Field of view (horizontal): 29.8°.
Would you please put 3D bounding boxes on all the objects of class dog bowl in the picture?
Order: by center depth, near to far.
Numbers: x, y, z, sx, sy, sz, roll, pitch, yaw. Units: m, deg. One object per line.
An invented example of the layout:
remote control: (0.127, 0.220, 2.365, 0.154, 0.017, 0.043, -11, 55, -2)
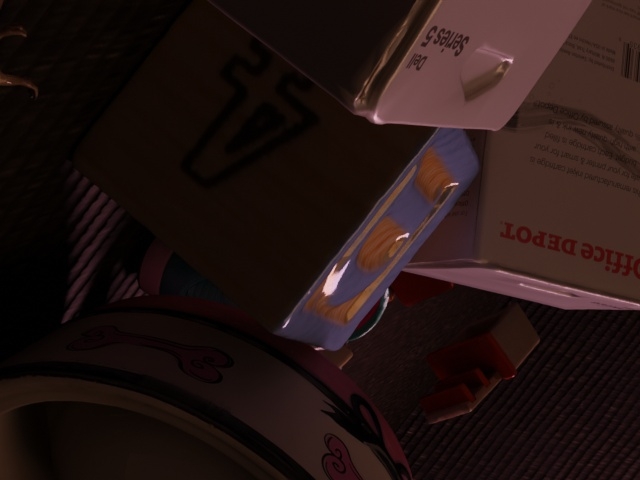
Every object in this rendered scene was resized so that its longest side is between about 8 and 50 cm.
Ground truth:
dog bowl: (-0.105, 0.220, 0.957, 0.150, 0.408, 0.408, -56, 173, -49)

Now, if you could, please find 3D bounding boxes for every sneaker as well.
sneaker: (0.000, 0.000, 1.085, 0.295, 0.178, 0.124, -38, 151, -37)

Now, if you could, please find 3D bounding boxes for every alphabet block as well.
alphabet block: (-0.023, -0.056, 0.882, 0.193, 0.197, 0.192, -51, 163, 0)

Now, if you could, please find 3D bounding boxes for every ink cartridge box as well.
ink cartridge box: (-0.022, -0.169, 0.495, 0.115, 0.273, 0.198, -56, 164, 17)
ink cartridge box: (0.200, -0.105, 1.082, 0.129, 0.223, 0.307, -7, -107, 58)

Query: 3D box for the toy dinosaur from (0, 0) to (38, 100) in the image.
toy dinosaur: (-0.206, -0.078, 0.632, 0.183, 0.053, 0.092, -54, 150, -16)

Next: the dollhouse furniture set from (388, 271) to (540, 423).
dollhouse furniture set: (0.102, 0.040, 1.236, 0.135, 0.259, 0.262, -36, -176, -39)

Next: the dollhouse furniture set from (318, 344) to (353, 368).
dollhouse furniture set: (-0.083, 0.107, 1.142, 0.182, 0.161, 0.101, -41, 161, -35)

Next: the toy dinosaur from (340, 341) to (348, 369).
toy dinosaur: (-0.036, 0.125, 1.392, 0.313, 0.121, 0.160, -32, 142, -59)
